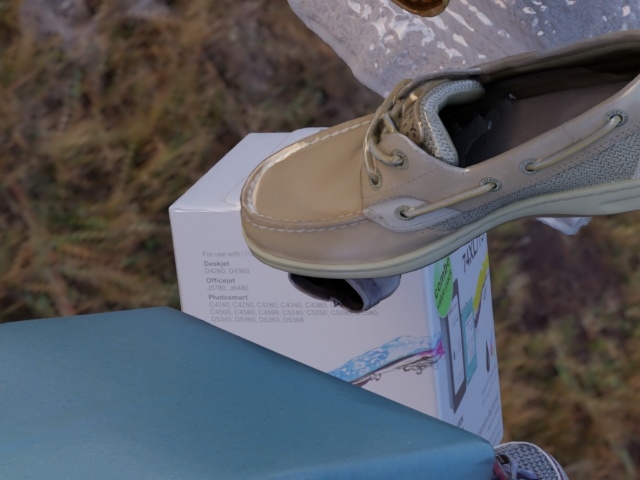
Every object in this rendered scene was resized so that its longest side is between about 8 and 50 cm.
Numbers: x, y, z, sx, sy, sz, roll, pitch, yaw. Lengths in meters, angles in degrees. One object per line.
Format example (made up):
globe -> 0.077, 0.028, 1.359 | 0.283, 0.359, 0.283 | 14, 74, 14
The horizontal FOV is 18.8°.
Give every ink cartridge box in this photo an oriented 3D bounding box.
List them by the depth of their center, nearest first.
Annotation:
ink cartridge box -> 0.019, 0.067, 1.498 | 0.198, 0.197, 0.270 | -50, 137, -63

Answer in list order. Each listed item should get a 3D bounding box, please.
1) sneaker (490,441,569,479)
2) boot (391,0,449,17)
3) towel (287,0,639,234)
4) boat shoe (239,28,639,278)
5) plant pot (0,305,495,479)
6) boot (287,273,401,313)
sneaker -> 0.102, 0.179, 1.222 | 0.299, 0.121, 0.112 | -26, 123, -68
boot -> 0.022, -0.290, 1.111 | 0.295, 0.104, 0.211 | 50, 49, -19
towel -> 0.118, -0.154, 1.307 | 0.282, 0.187, 0.049 | 39, 28, 0
boat shoe -> 0.073, -0.056, 1.106 | 0.098, 0.302, 0.109 | 46, 43, -44
plant pot -> -0.079, 0.124, 0.672 | 0.234, 0.166, 0.165 | 5, 104, -62
boot -> 0.000, 0.000, 1.256 | 0.118, 0.042, 0.087 | 23, 40, 12
